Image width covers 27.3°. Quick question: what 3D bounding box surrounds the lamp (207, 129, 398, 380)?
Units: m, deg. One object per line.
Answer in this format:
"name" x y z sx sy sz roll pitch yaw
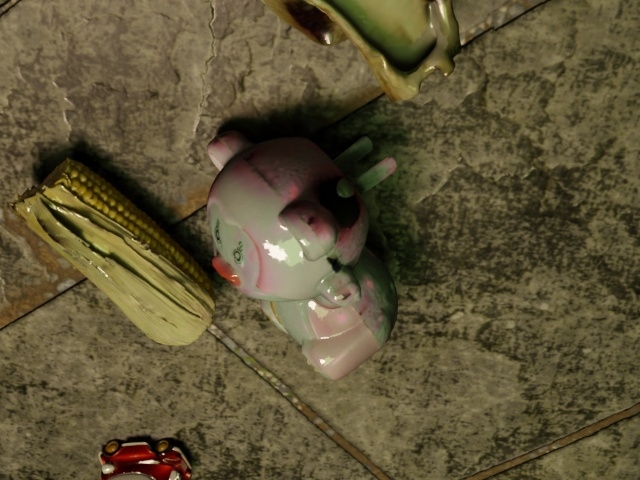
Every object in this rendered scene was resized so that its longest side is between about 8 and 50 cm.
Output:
"lamp" 0.000 0.000 1.594 0.247 0.247 0.301 -36 133 -5

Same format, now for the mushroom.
"mushroom" 0.042 -0.310 1.358 0.292 0.212 0.217 37 85 -23

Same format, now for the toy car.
"toy car" -0.269 0.368 1.985 0.139 0.112 0.112 -13 129 16

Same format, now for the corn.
"corn" -0.257 0.019 1.667 0.122 0.123 0.305 -29 122 29
